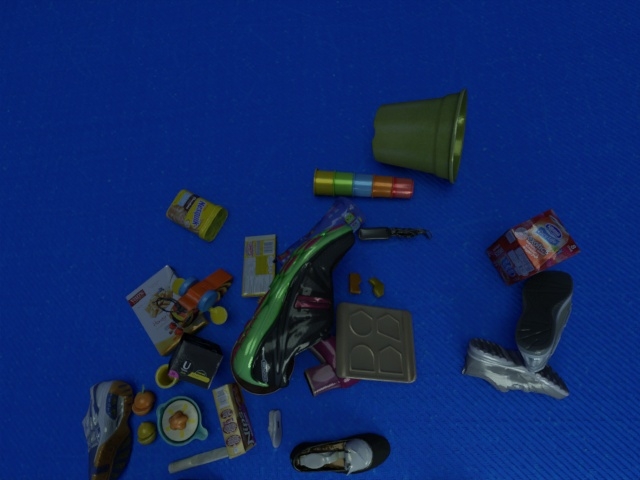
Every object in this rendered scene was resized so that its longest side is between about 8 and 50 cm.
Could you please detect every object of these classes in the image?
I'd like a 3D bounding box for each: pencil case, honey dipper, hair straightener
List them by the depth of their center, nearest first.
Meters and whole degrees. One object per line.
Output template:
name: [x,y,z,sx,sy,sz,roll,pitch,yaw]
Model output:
hair straightener: [0.231,-0.017,1.238,0.230,0.089,0.047,3,93,6]
pencil case: [0.000,0.000,1.247,0.306,0.133,0.119,-44,105,-6]
honey dipper: [-0.207,0.240,1.257,0.030,0.030,0.161,24,83,13]

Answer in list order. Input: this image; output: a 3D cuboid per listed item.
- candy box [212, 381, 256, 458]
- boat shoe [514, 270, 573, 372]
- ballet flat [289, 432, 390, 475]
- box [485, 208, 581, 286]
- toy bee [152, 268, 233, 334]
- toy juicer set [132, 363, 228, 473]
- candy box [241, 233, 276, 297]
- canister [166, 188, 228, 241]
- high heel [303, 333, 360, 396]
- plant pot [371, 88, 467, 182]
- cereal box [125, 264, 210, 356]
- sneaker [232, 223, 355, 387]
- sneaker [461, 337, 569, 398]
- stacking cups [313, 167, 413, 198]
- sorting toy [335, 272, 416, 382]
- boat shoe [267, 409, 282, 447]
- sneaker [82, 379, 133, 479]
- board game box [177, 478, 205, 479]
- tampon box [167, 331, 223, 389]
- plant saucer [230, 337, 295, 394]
candy box: [-0.245,0.506,1.142,0.053,0.109,0.187,-22,72,1]
boat shoe: [0.608,0.204,1.088,0.118,0.103,0.320,5,41,36]
ballet flat: [0.052,0.590,1.085,0.280,0.096,0.095,-11,73,4]
box: [0.563,0.029,1.090,0.122,0.257,0.128,-25,73,2]
toy bee: [-0.393,0.189,1.196,0.195,0.298,0.162,43,117,31]
toy juicer set: [-0.437,0.548,1.166,0.209,0.089,0.329,-38,73,-4]
candy box: [-0.194,0.079,1.282,0.105,0.027,0.206,-6,63,8]
canister: [-0.419,-0.087,1.353,0.170,0.073,0.126,26,79,15]
high heel: [-0.002,0.255,1.195,0.181,0.127,0.377,-17,74,-15]
plant pot: [0.303,-0.325,1.243,0.253,0.276,0.276,9,75,22]
cereal box: [-0.492,0.223,1.287,0.173,0.047,0.240,-39,73,-6]
sneaker: [-0.042,0.169,1.077,0.202,0.185,0.483,34,82,-11]
sneaker: [0.527,0.367,1.101,0.281,0.105,0.115,22,112,9]
stacking cups: [0.137,-0.173,1.292,0.316,0.096,0.096,7,75,8]
sorting toy: [0.155,0.250,1.167,0.229,0.041,0.307,8,60,-10]
boat shoe: [-0.135,0.544,1.159,0.035,0.035,0.100,-12,75,33]
sneaker: [-0.644,0.572,1.195,0.131,0.112,0.296,-6,71,24]
board game box: [-0.359,0.799,1.011,0.141,0.232,0.291,-2,74,8]
tampon box: [-0.363,0.344,1.159,0.120,0.161,0.101,27,79,-15]
plant saucer: [-0.172,0.360,1.210,0.198,0.036,0.199,-2,75,6]
